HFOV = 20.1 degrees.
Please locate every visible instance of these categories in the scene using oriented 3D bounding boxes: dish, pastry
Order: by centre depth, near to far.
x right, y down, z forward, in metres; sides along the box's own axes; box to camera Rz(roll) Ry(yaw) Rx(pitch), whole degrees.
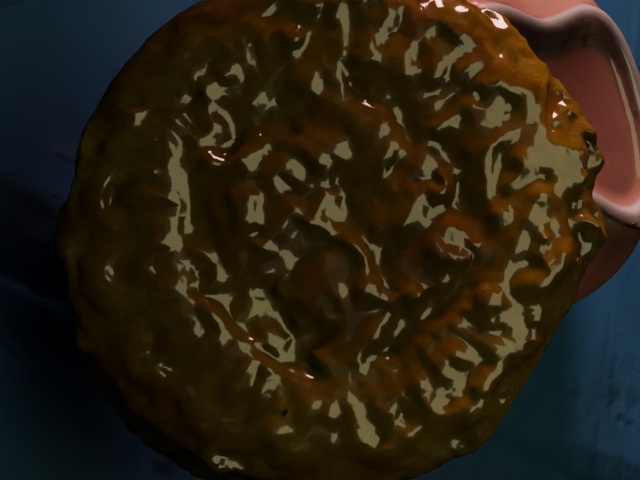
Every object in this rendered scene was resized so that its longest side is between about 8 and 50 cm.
[{"bbox_3d":[0.000,0.000,0.637,0.189,0.103,0.188,1,86,-7],"label":"pastry"},{"bbox_3d":[0.072,-0.042,0.771,0.213,0.090,0.213,10,76,-43],"label":"dish"}]
